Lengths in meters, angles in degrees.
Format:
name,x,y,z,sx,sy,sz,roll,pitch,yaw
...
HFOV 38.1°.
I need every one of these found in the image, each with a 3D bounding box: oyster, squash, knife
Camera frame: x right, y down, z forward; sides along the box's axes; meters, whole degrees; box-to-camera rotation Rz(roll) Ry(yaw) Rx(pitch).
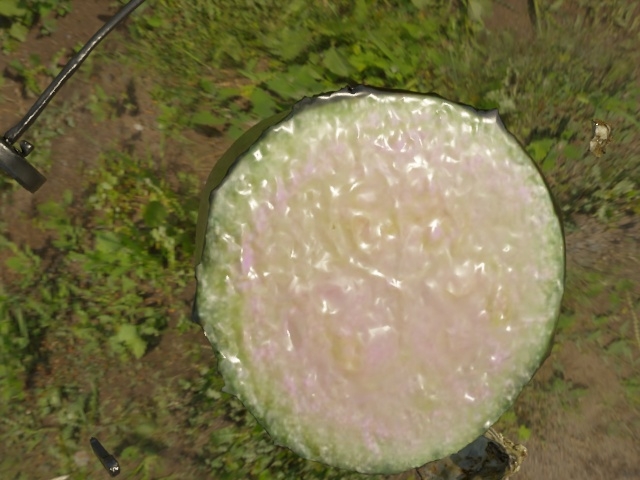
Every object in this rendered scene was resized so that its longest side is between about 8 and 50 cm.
name,x,y,z,sx,sy,sz,roll,pitch,yaw
oyster,0.387,-0.142,1.283,0.034,0.093,0.051,6,104,17
squash,0.014,0.020,0.850,0.310,0.309,0.310,-1,93,-16
knife,-0.348,0.343,1.482,0.018,0.121,0.031,-26,119,-26
oyster,0.182,0.256,1.158,0.177,0.056,0.105,-18,64,47

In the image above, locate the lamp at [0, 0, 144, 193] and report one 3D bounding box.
name,x,y,z,sx,sy,sz,roll,pitch,yaw
lamp,-0.247,-0.218,0.971,0.108,0.130,0.371,13,66,31
